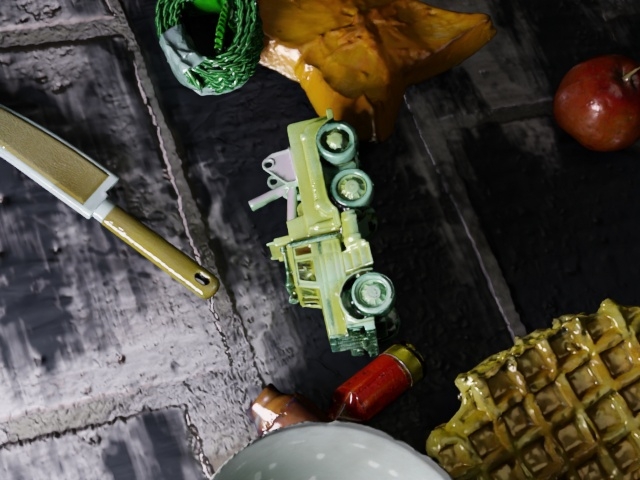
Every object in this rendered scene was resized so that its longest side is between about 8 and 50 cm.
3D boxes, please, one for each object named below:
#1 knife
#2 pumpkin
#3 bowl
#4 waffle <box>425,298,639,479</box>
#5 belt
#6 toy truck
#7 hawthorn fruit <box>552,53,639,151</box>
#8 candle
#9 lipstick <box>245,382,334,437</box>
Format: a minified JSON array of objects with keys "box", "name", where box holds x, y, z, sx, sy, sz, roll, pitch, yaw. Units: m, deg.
[{"box":[-0.244,-0.051,1.655,0.343,0.027,0.061,35,59,3],"name":"knife"},{"box":[0.043,-0.245,1.838,0.258,0.095,0.290,36,52,16],"name":"pumpkin"},{"box":[0.004,0.342,1.461,0.313,0.146,0.313,8,61,-15],"name":"bowl"},{"box":[0.266,0.211,1.645,0.312,0.060,0.307,6,78,-9],"name":"waffle"},{"box":[-0.126,-0.235,1.779,0.121,0.079,0.151,-7,66,0],"name":"belt"},{"box":[0.004,0.002,1.688,0.135,0.128,0.259,-16,68,-1],"name":"toy truck"},{"box":[0.352,-0.179,1.920,0.125,0.140,0.125,-8,46,8],"name":"hawthorn fruit"},{"box":[0.055,0.160,1.644,0.131,0.052,0.052,-36,80,-33],"name":"candle"},{"box":[0.095,0.295,1.569,0.418,0.077,0.077,40,55,4],"name":"lipstick"}]
